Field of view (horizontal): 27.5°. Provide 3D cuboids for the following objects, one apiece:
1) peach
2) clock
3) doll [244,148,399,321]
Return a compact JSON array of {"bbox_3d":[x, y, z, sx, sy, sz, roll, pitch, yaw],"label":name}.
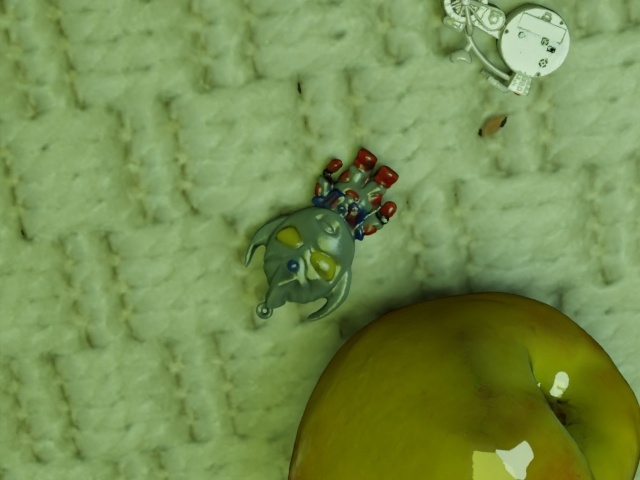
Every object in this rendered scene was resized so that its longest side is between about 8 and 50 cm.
[{"bbox_3d":[0.127,0.193,1.216,0.289,0.289,0.308,45,134,-12],"label":"peach"},{"bbox_3d":[0.162,-0.188,1.192,0.129,0.041,0.087,27,106,-12],"label":"clock"},{"bbox_3d":[0.001,0.001,1.259,0.104,0.062,0.195,37,101,-11],"label":"doll"}]
